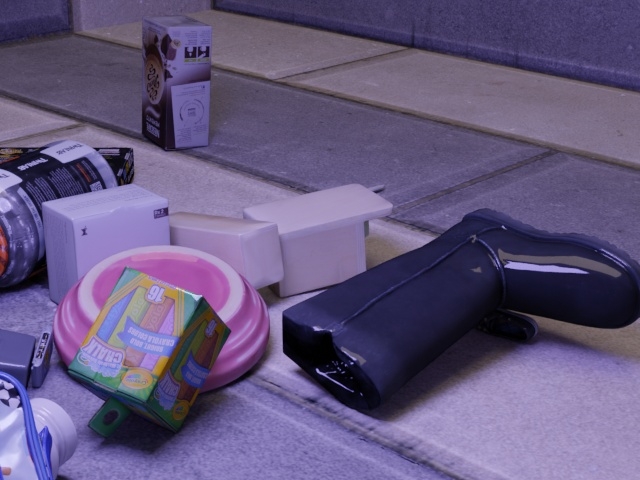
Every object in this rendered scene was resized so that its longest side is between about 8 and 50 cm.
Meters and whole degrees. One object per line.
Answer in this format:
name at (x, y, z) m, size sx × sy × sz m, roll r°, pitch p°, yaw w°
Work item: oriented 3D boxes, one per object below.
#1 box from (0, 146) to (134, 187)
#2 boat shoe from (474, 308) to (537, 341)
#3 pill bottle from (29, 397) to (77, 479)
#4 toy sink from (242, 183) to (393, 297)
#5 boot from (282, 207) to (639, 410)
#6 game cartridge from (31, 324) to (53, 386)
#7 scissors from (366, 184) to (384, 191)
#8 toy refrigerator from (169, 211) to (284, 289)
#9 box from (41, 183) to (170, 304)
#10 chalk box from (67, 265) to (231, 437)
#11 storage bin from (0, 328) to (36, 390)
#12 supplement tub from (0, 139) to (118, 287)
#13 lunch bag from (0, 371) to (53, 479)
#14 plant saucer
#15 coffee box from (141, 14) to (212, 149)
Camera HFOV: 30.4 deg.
box at (-0.570, -0.129, 2.499) m, size 0.322 × 0.079 × 0.257 m, roll 0°, pitch 20°, yaw -2°
boat shoe at (0.277, 0.130, 1.894) m, size 0.142 × 0.049 × 0.040 m, roll 13°, pitch 25°, yaw 23°
pill bottle at (-0.391, 0.275, 1.403) m, size 0.121 × 0.121 × 0.216 m, roll 11°, pitch 23°, yaw 24°
toy sink at (0.000, 0.000, 2.109) m, size 0.234 × 0.131 × 0.153 m, roll -15°, pitch 26°, yaw -23°
boot at (0.214, 0.113, 1.744) m, size 0.445 × 0.146 × 0.367 m, roll -24°, pitch 30°, yaw -38°
game cartridge at (-0.410, 0.173, 1.738) m, size 0.017 × 0.056 × 0.083 m, roll 11°, pitch 42°, yaw -5°
scissors at (0.022, -0.086, 2.478) m, size 0.109 × 0.021 × 0.297 m, roll 11°, pitch 25°, yaw 30°
toy refrigerator at (-0.185, 0.015, 2.039) m, size 0.094 × 0.102 × 0.270 m, roll -19°, pitch 17°, yaw -41°
box at (-0.358, 0.015, 1.989) m, size 0.181 × 0.181 × 0.119 m, roll -15°, pitch 24°, yaw -35°
chalk box at (-0.239, 0.169, 1.590) m, size 0.132 × 0.132 × 0.213 m, roll 19°, pitch 72°, yaw 22°
storage bin at (-0.467, 0.173, 1.715) m, size 0.091 × 0.098 × 0.135 m, roll 8°, pitch 20°, yaw -10°
supplement tub at (-0.530, -0.044, 2.102) m, size 0.207 × 0.207 × 0.338 m, roll 11°, pitch 23°, yaw 24°
lunch bag at (-0.385, 0.279, 1.217) m, size 0.243 × 0.115 × 0.303 m, roll -10°, pitch 61°, yaw -20°
plant saucer at (-0.242, 0.107, 1.807) m, size 0.332 × 0.084 × 0.332 m, roll 3°, pitch 33°, yaw -2°
coffee box at (-0.352, -0.385, 2.859) m, size 0.119 × 0.297 × 0.168 m, roll -8°, pitch 22°, yaw -29°
